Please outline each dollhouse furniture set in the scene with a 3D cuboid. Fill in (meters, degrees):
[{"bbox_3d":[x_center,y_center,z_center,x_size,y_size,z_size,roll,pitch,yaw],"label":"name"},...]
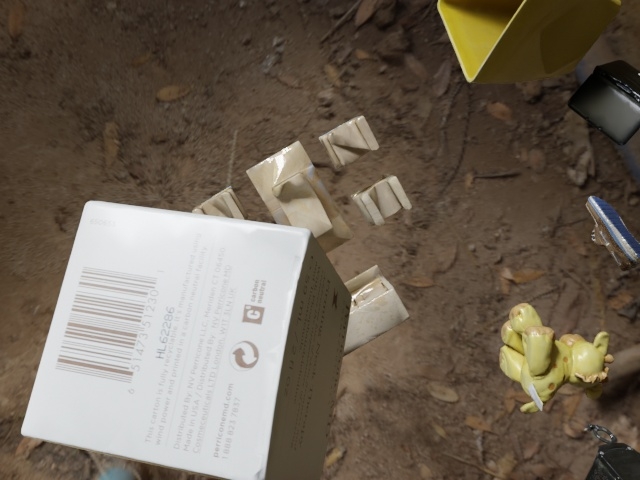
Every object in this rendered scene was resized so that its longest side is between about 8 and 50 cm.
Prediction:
[{"bbox_3d":[0.000,0.000,1.578,0.362,0.256,0.394,-30,99,-1],"label":"dollhouse furniture set"}]

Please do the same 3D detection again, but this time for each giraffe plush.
[{"bbox_3d":[0.457,0.225,1.483,0.171,0.181,0.210,-5,49,-10],"label":"giraffe plush"}]

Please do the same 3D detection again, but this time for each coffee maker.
[{"bbox_3d":[0.489,0.442,1.333,0.120,0.171,0.178,14,120,-8],"label":"coffee maker"}]

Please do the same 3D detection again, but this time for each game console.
[{"bbox_3d":[0.483,-0.223,1.254,0.107,0.071,0.122,-20,54,-33],"label":"game console"}]

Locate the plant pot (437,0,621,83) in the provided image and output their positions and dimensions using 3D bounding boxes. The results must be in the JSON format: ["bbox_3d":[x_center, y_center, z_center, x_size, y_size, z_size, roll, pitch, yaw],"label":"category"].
[{"bbox_3d":[0.337,-0.377,1.236,0.187,0.212,0.212,7,49,-23],"label":"plant pot"}]

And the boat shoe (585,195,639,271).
[{"bbox_3d":[0.623,-0.014,1.693,0.066,0.066,0.183,3,50,-39],"label":"boat shoe"}]

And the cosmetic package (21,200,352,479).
[{"bbox_3d":[-0.160,0.168,1.159,0.328,0.393,0.329,7,76,12],"label":"cosmetic package"}]
